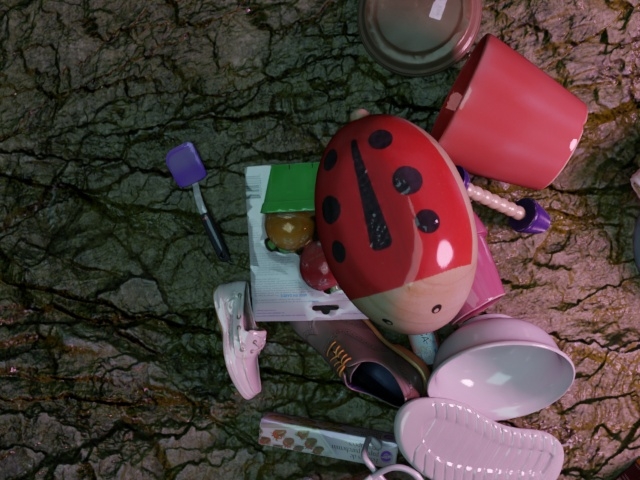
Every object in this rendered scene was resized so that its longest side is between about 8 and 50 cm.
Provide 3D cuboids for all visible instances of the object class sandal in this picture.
[{"bbox_3d":[0.326,0.441,1.367,0.416,0.102,0.170,22,85,-16],"label":"sandal"}]

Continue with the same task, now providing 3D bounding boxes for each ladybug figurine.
[{"bbox_3d":[0.123,-0.040,1.203,0.305,0.162,0.450,-23,80,21],"label":"ladybug figurine"}]

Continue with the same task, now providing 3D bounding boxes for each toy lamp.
[{"bbox_3d":[0.368,-0.077,1.319,0.274,0.080,0.080,21,98,-30],"label":"toy lamp"}]

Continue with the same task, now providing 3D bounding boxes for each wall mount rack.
[{"bbox_3d":[0.122,0.606,1.407,0.350,0.130,0.304,-40,92,21],"label":"wall mount rack"}]

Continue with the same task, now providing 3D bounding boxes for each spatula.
[{"bbox_3d":[-0.284,-0.085,1.531,0.084,0.030,0.297,-22,89,12],"label":"spatula"}]

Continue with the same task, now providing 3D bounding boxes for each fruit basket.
[{"bbox_3d":[0.000,0.000,1.424,0.326,0.165,0.354,-3,97,11],"label":"fruit basket"}]

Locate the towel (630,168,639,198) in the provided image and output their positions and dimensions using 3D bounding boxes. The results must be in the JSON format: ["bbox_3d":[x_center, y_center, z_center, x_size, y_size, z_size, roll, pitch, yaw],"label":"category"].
[{"bbox_3d":[0.845,-0.082,1.246,0.374,0.090,0.321,-31,88,11],"label":"towel"}]

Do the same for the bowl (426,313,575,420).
[{"bbox_3d":[0.363,0.249,1.344,0.297,0.134,0.298,-1,135,-1],"label":"bowl"}]

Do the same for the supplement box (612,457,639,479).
[{"bbox_3d":[0.684,0.600,1.332,0.191,0.129,0.194,46,99,5],"label":"supplement box"}]

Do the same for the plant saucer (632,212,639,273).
[{"bbox_3d":[0.819,0.005,1.322,0.317,0.043,0.318,1,94,11],"label":"plant saucer"}]

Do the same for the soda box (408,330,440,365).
[{"bbox_3d":[0.220,0.185,1.432,0.058,0.063,0.183,-17,90,14],"label":"soda box"}]

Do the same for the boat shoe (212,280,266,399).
[{"bbox_3d":[-0.173,0.229,1.492,0.096,0.098,0.277,-15,89,12],"label":"boat shoe"}]

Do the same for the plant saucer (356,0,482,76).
[{"bbox_3d":[0.215,-0.503,1.412,0.277,0.041,0.278,0,92,10],"label":"plant saucer"}]

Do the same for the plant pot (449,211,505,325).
[{"bbox_3d":[0.280,0.067,1.327,0.201,0.201,0.180,-32,72,11],"label":"plant pot"}]

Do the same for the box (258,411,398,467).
[{"bbox_3d":[0.019,0.460,1.484,0.323,0.067,0.063,7,94,11],"label":"box"}]

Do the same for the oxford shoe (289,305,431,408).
[{"bbox_3d":[0.066,0.240,1.407,0.363,0.132,0.130,27,111,22],"label":"oxford shoe"}]

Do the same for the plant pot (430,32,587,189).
[{"bbox_3d":[0.377,-0.239,1.294,0.243,0.275,0.275,25,97,0],"label":"plant pot"}]
